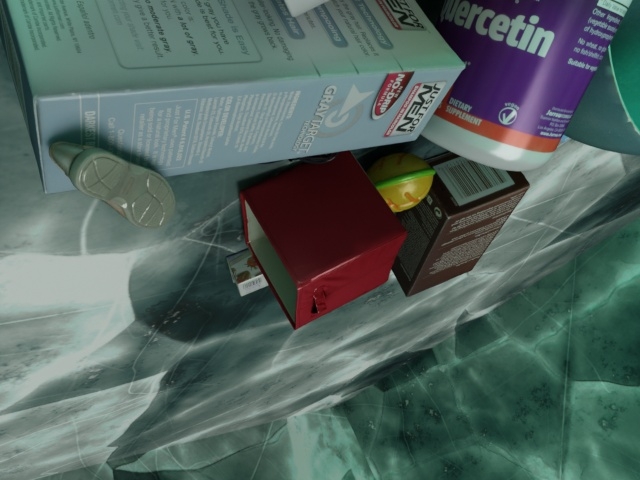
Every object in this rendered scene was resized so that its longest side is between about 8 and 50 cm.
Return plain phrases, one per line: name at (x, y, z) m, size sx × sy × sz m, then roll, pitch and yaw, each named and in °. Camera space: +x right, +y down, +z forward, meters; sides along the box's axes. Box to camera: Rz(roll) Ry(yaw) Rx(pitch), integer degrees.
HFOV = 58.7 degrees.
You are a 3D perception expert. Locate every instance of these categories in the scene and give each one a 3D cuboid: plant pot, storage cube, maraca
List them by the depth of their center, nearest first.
plant pot at (0.392, -0.255, 0.792) m, size 0.290 × 0.290 × 0.195 m, roll -12°, pitch -172°, yaw -31°
storage cube at (0.000, 0.000, 0.928) m, size 0.193 × 0.215 × 0.184 m, roll -26°, pitch 156°, yaw -17°
maraca at (0.123, -0.097, 1.000) m, size 0.127 × 0.099 × 0.185 m, roll -12°, pitch 178°, yaw -26°

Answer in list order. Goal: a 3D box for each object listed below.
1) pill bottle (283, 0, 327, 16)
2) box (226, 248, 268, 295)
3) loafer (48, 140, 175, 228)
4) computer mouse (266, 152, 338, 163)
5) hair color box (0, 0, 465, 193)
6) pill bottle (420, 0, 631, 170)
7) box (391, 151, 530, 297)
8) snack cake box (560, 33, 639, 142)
pill bottle at (0.094, -0.309, 0.414) m, size 0.333 × 0.188 × 0.188 m, roll -27°, pitch 156°, yaw 6°
box at (-0.020, 0.013, 1.107) m, size 0.324 × 0.063 × 0.067 m, roll -22°, pitch 157°, yaw -11°
loafer at (-0.155, -0.045, 0.437) m, size 0.045 × 0.039 × 0.125 m, roll -58°, pitch 162°, yaw -6°
computer mouse at (0.012, -0.184, 0.755) m, size 0.184 × 0.060 × 0.262 m, roll -10°, pitch 163°, yaw -42°
hair color box at (-0.075, -0.173, 0.524) m, size 0.374 × 0.185 × 0.114 m, roll -13°, pitch 154°, yaw -28°
pill bottle at (0.226, -0.250, 0.613) m, size 0.181 × 0.181 × 0.323 m, roll -6°, pitch 125°, yaw -39°
box at (0.272, -0.035, 1.223) m, size 0.191 × 0.143 × 0.381 m, roll -21°, pitch 154°, yaw -15°
snack cake box at (0.480, -0.296, 0.967) m, size 0.264 × 0.089 × 0.152 m, roll -41°, pitch 152°, yaw 30°
